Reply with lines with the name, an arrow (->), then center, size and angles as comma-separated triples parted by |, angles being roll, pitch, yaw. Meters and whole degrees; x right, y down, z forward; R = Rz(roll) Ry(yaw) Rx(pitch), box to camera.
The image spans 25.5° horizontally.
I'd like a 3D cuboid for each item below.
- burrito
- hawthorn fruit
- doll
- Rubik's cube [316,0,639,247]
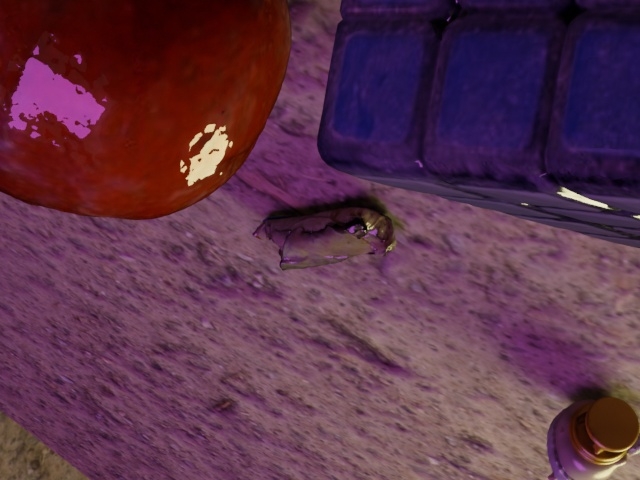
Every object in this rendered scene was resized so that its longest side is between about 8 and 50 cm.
burrito -> 0.001, -0.002, 1.169 | 0.051, 0.042, 0.171 | 39, 152, -24
hawthorn fruit -> -0.125, -0.148, 0.822 | 0.242, 0.242, 0.271 | 31, 148, 2
doll -> 0.234, 0.174, 1.198 | 0.084, 0.073, 0.127 | 2, 156, -11
Rubik's cube -> 0.172, -0.106, 0.447 | 0.237, 0.237, 0.238 | 7, 176, 43
